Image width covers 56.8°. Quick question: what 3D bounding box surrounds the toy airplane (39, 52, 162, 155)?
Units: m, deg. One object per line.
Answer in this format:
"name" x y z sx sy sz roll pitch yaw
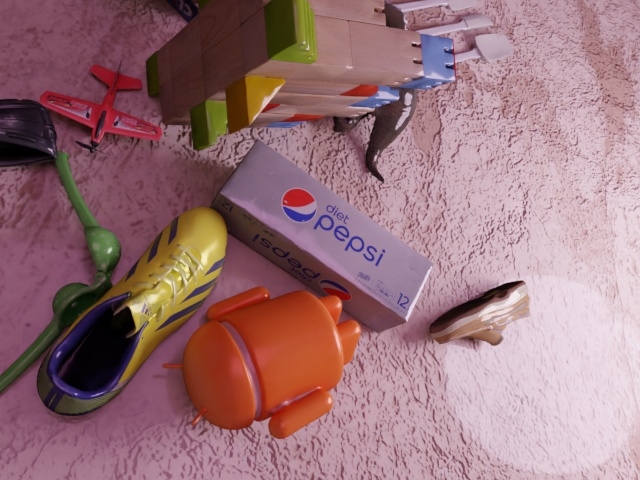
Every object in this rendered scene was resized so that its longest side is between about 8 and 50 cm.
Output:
"toy airplane" -0.276 -0.176 0.761 0.151 0.028 0.151 9 67 -22

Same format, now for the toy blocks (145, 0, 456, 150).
"toy blocks" -0.022 -0.210 0.715 0.260 0.381 0.191 -5 91 -34

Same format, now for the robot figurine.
"robot figurine" -0.062 0.134 0.680 0.219 0.128 0.158 -17 89 -28

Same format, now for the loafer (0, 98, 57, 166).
"loafer" -0.408 -0.106 0.650 0.223 0.076 0.078 -13 68 -30

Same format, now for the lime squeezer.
"lime squeezer" -0.288 0.040 0.659 0.109 0.059 0.311 15 66 -18

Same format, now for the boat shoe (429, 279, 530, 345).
"boat shoe" 0.241 0.119 0.852 0.190 0.068 0.072 -19 91 -28

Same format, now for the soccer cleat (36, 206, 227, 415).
"soccer cleat" -0.188 0.067 0.652 0.093 0.121 0.289 39 60 -5

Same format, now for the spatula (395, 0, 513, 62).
"spatula" 0.228 -0.377 1.059 0.242 0.019 0.168 -22 81 -28

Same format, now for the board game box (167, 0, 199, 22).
"board game box" -0.164 -0.451 0.906 0.165 0.042 0.243 45 60 -2

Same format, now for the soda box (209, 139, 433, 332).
"soda box" 0.000 0.000 0.776 0.286 0.091 0.098 34 62 -8

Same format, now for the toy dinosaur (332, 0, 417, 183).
"toy dinosaur" 0.084 -0.248 0.892 0.160 0.121 0.314 -12 71 -12
